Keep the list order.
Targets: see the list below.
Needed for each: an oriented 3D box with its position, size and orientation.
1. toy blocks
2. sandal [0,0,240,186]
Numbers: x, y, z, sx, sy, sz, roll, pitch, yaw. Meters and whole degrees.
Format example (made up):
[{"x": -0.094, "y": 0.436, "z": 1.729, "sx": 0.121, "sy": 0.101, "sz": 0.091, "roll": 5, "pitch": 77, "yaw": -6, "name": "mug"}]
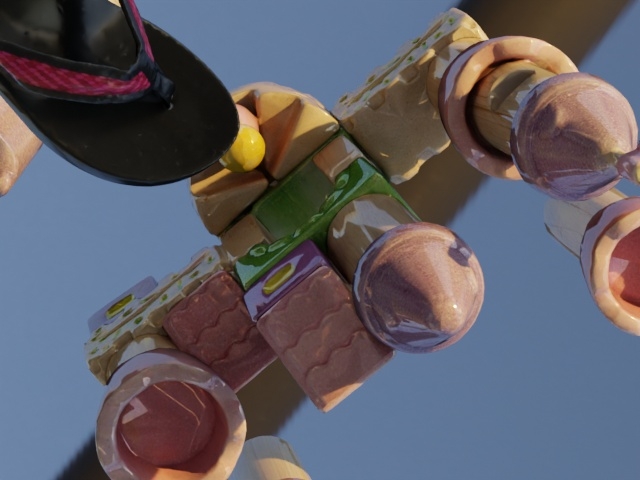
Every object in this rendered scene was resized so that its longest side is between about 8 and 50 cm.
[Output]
[{"x": 0.000, "y": 0.000, "z": 0.812, "sx": 0.288, "sy": 0.309, "sz": 0.260, "roll": -40, "pitch": -162, "yaw": 1, "name": "toy blocks"}, {"x": -0.101, "y": -0.081, "z": 0.680, "sx": 0.040, "sy": 0.179, "sz": 0.067, "roll": -20, "pitch": -141, "yaw": 53, "name": "sandal"}]
